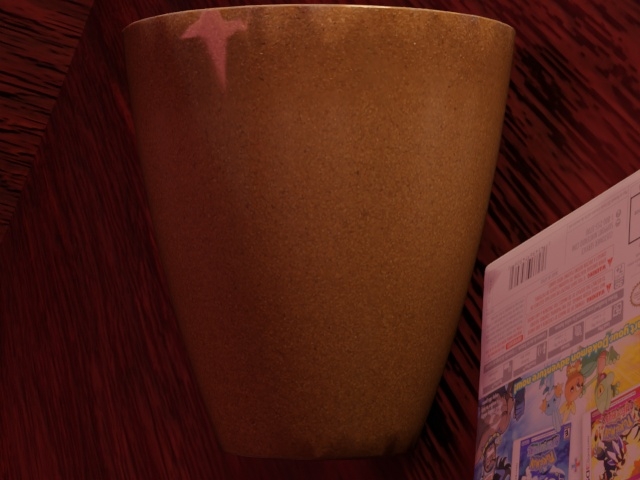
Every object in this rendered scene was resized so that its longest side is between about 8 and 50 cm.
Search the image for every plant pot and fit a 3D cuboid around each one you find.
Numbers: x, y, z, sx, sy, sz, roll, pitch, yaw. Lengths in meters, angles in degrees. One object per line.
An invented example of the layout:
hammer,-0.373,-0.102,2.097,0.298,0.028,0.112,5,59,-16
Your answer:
plant pot,0.000,0.000,1.071,0.237,0.237,0.254,179,90,-68

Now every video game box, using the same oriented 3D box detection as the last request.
video game box,0.144,0.069,0.862,0.205,0.048,0.187,-37,39,57
